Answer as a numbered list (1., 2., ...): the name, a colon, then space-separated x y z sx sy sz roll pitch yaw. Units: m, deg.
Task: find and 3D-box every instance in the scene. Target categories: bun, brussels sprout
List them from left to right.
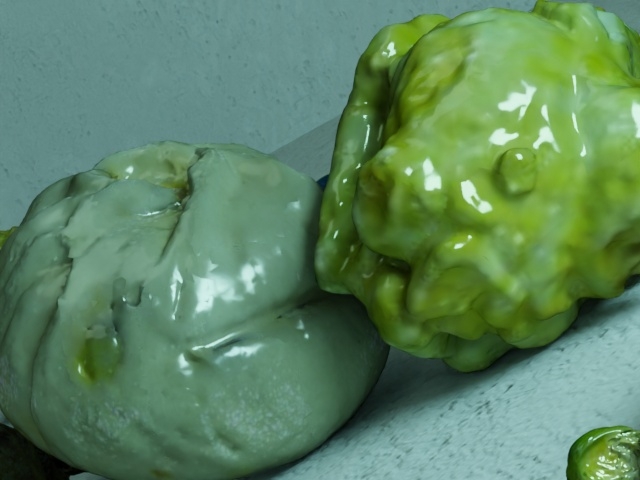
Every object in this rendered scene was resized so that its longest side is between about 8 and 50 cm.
1. bun: -0.119 0.041 1.433 0.365 0.219 0.365 -5 36 4
2. brussels sprout: 0.187 0.130 0.974 0.083 0.046 0.051 -11 14 31

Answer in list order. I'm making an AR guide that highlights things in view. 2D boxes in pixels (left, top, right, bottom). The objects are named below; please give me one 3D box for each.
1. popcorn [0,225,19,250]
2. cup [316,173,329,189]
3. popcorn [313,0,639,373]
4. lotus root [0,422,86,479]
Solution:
1. popcorn: -0.408 0.104 2.197 0.255 0.256 0.195 5 -22 -29
2. cup: 0.065 0.015 1.663 0.155 0.131 0.176 1 68 46
3. popcorn: 0.144 -0.041 1.344 0.312 0.312 0.312 -28 10 5
4. lotus root: -0.333 0.243 1.567 0.154 0.154 0.278 -20 8 42
